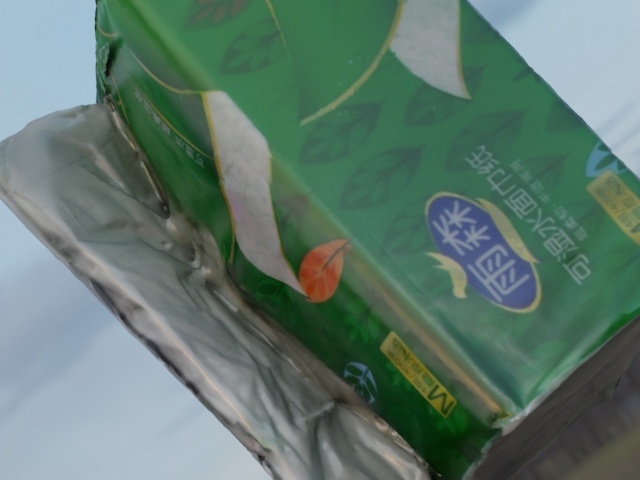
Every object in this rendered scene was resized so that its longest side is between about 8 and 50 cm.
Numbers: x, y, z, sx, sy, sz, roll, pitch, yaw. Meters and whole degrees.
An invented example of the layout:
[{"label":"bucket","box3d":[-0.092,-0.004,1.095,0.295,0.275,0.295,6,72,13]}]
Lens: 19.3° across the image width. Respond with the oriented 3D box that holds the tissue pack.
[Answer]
[{"label":"tissue pack","box3d":[-0.001,0.000,0.662,0.156,0.209,0.148,-38,-14,-17]}]
